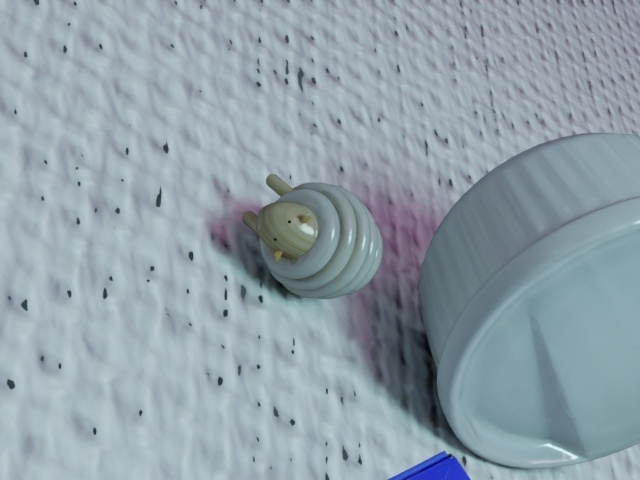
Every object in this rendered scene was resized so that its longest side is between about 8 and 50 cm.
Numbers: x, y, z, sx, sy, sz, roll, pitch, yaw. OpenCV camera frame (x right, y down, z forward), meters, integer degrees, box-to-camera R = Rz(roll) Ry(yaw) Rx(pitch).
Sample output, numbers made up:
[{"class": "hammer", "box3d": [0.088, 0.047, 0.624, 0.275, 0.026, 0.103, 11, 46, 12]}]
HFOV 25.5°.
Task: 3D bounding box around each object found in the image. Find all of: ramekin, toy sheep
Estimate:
[{"class": "ramekin", "box3d": [0.197, 0.039, 1.067, 0.273, 0.273, 0.127, 23, 29, -40]}, {"class": "toy sheep", "box3d": [0.000, 0.000, 1.005, 0.132, 0.091, 0.091, 16, 45, -52]}]

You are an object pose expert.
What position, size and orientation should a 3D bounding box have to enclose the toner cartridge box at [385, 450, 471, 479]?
[{"class": "toner cartridge box", "box3d": [0.095, 0.295, 0.742, 0.165, 0.075, 0.348, -18, 66, -39]}]
